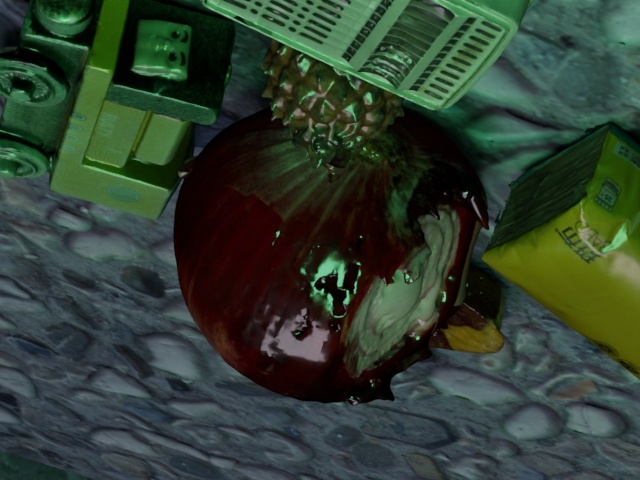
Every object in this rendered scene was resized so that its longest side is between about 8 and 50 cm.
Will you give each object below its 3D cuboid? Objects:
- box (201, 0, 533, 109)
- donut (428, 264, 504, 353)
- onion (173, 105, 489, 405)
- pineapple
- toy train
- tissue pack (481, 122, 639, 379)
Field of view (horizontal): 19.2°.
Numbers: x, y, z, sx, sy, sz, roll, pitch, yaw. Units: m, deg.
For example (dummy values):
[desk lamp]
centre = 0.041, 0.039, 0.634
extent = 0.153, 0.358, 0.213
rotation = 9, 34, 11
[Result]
[box]
centre = 0.049, -0.253, 1.619
extent = 0.290, 0.166, 0.220
rotation = 23, 155, -9
[donut]
centre = 0.145, 0.076, 2.337
extent = 0.184, 0.073, 0.166
rotation = -3, 148, 40
[onion]
centre = 0.000, -0.003, 1.989
extent = 0.341, 0.341, 0.341
rotation = 16, 155, 7
[pineapple]
centre = 0.017, -0.159, 1.793
extent = 0.166, 0.193, 0.166
rotation = 11, 170, 2
[toy train]
centre = -0.243, -0.160, 2.044
extent = 0.253, 0.160, 0.397
rotation = 16, 156, -9
[tissue pack]
centre = 0.329, 0.029, 1.981
extent = 0.271, 0.134, 0.192
rotation = 36, 147, -14
